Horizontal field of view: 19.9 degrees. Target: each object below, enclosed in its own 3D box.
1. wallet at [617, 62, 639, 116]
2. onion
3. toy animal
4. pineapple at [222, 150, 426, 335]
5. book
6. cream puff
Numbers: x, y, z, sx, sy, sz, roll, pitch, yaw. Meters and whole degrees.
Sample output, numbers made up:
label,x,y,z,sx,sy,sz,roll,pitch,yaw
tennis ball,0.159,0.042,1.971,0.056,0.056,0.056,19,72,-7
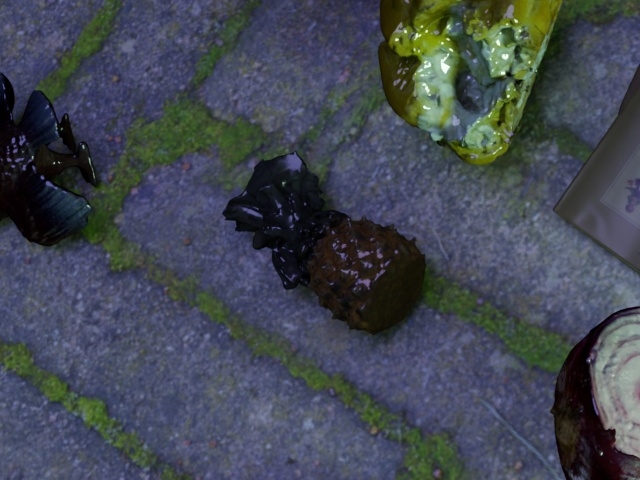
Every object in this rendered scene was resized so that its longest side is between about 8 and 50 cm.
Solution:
label,x,y,z,sx,sy,sz,roll,pitch,yaw
wallet,0.370,-0.170,1.806,0.118,0.039,0.153,18,75,30
onion,0.314,0.168,1.636,0.218,0.140,0.195,0,51,-19
toy animal,-0.347,-0.079,2.019,0.179,0.116,0.218,-36,66,4
pineapple,0.000,0.000,1.853,0.119,0.111,0.237,-33,48,-29
book,0.333,-0.072,1.766,0.138,0.016,0.199,39,99,29
cream puff,0.143,-0.206,1.825,0.194,0.194,0.221,40,126,31
